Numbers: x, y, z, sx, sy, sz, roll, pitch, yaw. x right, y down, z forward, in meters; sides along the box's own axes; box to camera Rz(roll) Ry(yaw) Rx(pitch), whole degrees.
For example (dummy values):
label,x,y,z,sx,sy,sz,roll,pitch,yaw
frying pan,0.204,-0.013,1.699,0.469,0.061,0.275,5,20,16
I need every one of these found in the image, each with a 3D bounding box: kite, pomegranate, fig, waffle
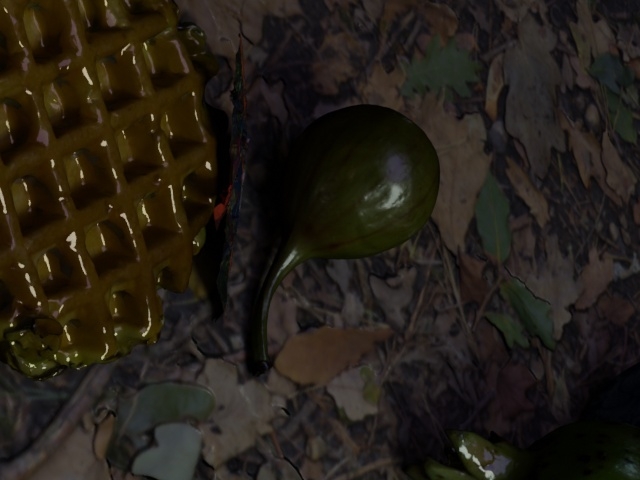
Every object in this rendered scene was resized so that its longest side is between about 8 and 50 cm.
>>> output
label,x,y,z,sx,sy,sz,roll,pitch,yaw
kite,-0.065,-0.052,1.180,0.189,0.009,0.232,-80,175,-66
pomegranate,0.201,0.230,1.320,0.263,0.211,0.211,38,50,-5
fig,0.000,0.000,1.256,0.124,0.124,0.236,43,75,-30
waffle,-0.166,-0.059,1.064,0.325,0.068,0.302,36,60,-49

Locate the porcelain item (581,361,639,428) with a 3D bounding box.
label,x,y,z,sx,sy,sz,roll,pitch,yaw
porcelain item,0.324,0.181,1.491,0.114,0.147,0.147,53,47,-20
